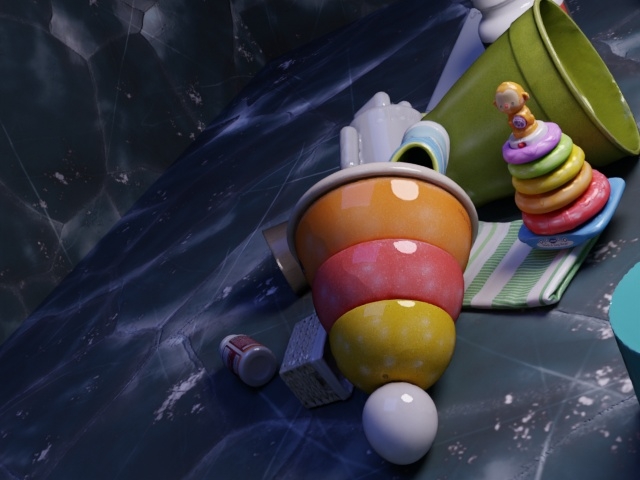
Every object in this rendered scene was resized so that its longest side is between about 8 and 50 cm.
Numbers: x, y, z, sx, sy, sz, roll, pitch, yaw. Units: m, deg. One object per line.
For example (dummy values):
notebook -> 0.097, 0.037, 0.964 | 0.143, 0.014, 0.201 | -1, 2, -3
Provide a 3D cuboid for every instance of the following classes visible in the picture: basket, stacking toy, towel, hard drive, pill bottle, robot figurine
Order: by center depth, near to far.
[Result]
stacking toy -> 0.114, 0.137, 1.301 | 0.350, 0.350, 0.480 | -23, 45, 24
stacking toy -> 0.383, -0.146, 1.351 | 0.175, 0.302, 0.166 | -6, 36, 48
towel -> 0.349, 0.037, 1.476 | 0.324, 0.038, 0.248 | -2, 40, 51
basket -> 0.001, 0.221, 1.476 | 0.103, 0.113, 0.167 | -25, 24, 25
pill bottle -> -0.160, 0.250, 1.660 | 0.086, 0.086, 0.152 | -41, 25, -16
robot figurine -> 0.164, -0.169, 1.792 | 0.200, 0.299, 0.354 | -43, 45, 46
pill bottle -> 0.502, -0.473, 1.848 | 0.210, 0.363, 0.210 | -28, 24, 14
basket -> 0.000, 0.000, 1.863 | 0.226, 0.154, 0.204 | -29, 42, 1
hard drive -> 0.419, -0.476, 2.150 | 0.353, 0.047, 0.233 | -66, 26, 2

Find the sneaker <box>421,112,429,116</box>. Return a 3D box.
sneaker -> 0.299, -0.305, 2.097 | 0.094, 0.082, 0.208 | 4, 5, -25

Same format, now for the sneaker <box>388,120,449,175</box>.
sneaker -> 0.178, -0.063, 1.525 | 0.127, 0.319, 0.208 | 4, 18, 15

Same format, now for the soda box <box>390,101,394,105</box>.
soda box -> 0.204, -0.301, 2.245 | 0.098, 0.091, 0.286 | -28, 24, 10

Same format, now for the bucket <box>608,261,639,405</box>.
bucket -> 0.497, 0.122, 0.935 | 0.281, 0.183, 0.281 | -28, 24, 13

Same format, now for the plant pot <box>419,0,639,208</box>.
plant pot -> 0.406, -0.249, 1.619 | 0.353, 0.366, 0.366 | -32, 21, 33
